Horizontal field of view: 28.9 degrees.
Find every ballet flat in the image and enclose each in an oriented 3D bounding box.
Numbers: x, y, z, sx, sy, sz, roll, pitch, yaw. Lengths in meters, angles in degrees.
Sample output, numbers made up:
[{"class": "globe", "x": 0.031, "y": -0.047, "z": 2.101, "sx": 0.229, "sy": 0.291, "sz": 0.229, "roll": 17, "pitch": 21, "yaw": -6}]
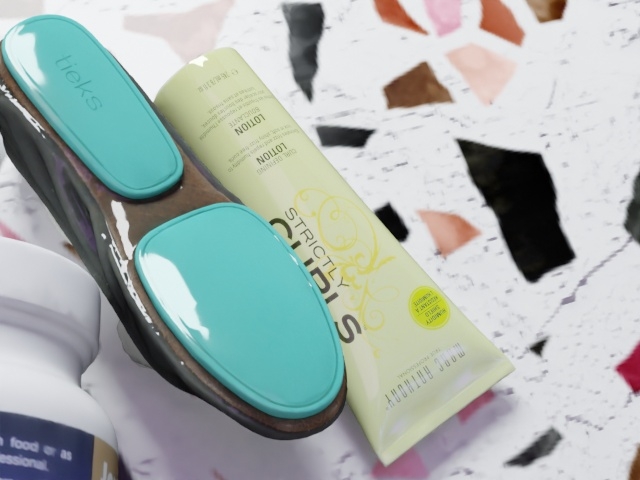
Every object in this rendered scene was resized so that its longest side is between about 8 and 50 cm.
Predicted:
[{"class": "ballet flat", "x": -0.084, "y": 0.002, "z": 0.647, "sx": 0.095, "sy": 0.096, "sz": 0.280, "roll": -22, "pitch": 63, "yaw": -32}]

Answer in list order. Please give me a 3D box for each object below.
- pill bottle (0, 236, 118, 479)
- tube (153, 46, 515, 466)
[{"class": "pill bottle", "x": -0.167, "y": 0.140, "z": 0.541, "sx": 0.153, "sy": 0.153, "sz": 0.265, "roll": 2, "pitch": 65, "yaw": -5}, {"class": "tube", "x": 0.000, "y": 0.000, "z": 0.680, "sx": 0.070, "sy": 0.062, "sz": 0.240, "roll": -42, "pitch": 76, "yaw": 21}]
